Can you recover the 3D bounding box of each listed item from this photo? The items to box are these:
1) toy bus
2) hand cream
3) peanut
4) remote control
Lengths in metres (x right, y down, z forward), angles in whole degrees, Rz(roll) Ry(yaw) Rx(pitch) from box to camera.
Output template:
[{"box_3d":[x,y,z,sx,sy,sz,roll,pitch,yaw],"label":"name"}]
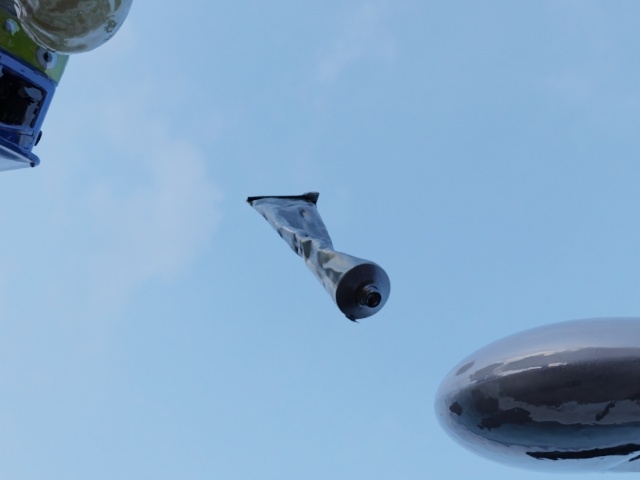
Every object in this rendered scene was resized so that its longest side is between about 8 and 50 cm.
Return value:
[{"box_3d":[-0.357,-0.152,0.745,0.287,0.175,0.138,0,-21,44],"label":"toy bus"},{"box_3d":[0.001,0.000,0.747,0.075,0.248,0.052,23,-76,-28],"label":"hand cream"},{"box_3d":[-0.124,-0.196,0.500,0.187,0.082,0.082,-43,-84,8],"label":"peanut"},{"box_3d":[0.247,0.113,0.577,0.332,0.103,0.221,1,-26,-3],"label":"remote control"}]
